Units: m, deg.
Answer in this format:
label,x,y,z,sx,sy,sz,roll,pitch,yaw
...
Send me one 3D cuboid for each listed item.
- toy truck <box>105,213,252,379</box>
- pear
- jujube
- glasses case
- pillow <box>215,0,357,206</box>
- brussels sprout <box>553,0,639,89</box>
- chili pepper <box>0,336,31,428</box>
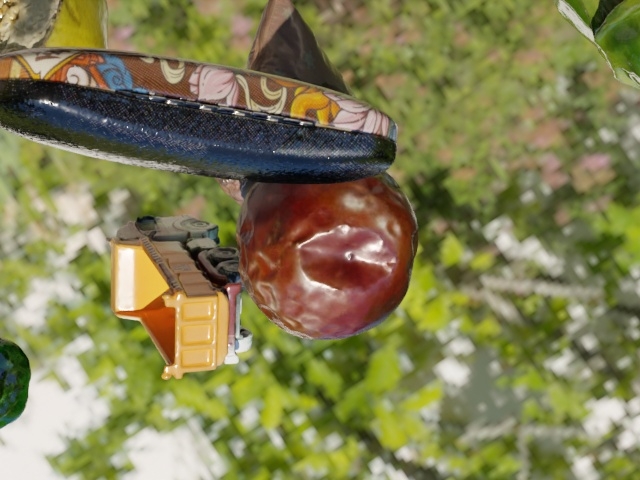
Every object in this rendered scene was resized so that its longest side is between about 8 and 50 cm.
label,x,y,z,sx,sy,sz,roll,pitch,yaw
toy truck,-0.158,0.057,2.019,0.135,0.114,0.270,-3,-161,-18
pear,-0.322,-0.228,2.090,0.267,0.267,0.178,-35,135,26
jujube,0.000,0.000,1.588,0.168,0.168,0.236,-33,-171,-6
glasses case,-0.097,-0.092,1.365,0.321,0.082,0.122,8,176,-21
pillow,-0.019,-0.095,1.814,0.084,0.236,0.223,-5,148,30
brussels sprout,0.332,-0.252,1.681,0.227,0.259,0.294,-33,167,14
chili pepper,-0.369,0.125,1.811,0.270,0.136,0.099,14,-112,57
